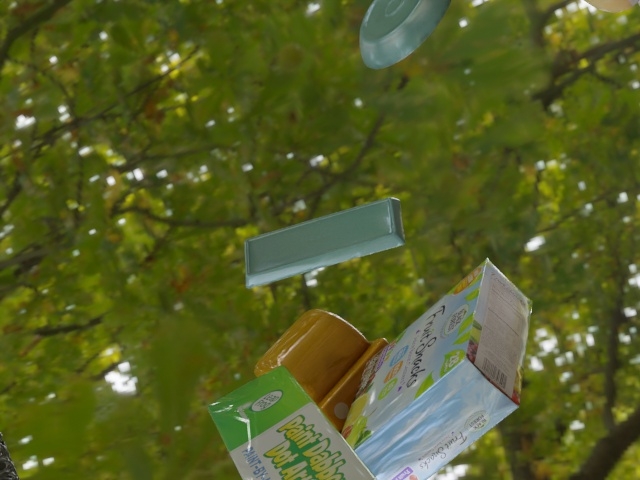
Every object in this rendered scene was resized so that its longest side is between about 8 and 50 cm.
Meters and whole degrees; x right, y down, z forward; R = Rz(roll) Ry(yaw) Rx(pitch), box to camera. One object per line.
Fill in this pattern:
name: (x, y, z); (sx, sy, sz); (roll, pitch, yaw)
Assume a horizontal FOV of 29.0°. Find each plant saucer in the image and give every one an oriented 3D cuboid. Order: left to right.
plant saucer: (0.000, 0.000, 1.400); (0.018, 0.192, 0.067); (57, -158, -48)
plant saucer: (0.076, -0.217, 1.171); (0.021, 0.119, 0.119); (36, -127, -28)

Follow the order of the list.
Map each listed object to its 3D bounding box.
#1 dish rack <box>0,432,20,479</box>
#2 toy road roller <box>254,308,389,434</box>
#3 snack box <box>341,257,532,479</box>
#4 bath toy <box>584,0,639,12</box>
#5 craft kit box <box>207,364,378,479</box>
dish rack: (-0.326, 0.227, 1.189); (0.074, 0.271, 0.208); (-22, -130, -19)
toy road roller: (0.046, 0.219, 1.810); (0.240, 0.329, 0.202); (46, -113, -6)
snack box: (0.103, 0.128, 1.115); (0.070, 0.174, 0.207); (43, -155, -8)
bath toy: (0.323, -0.207, 1.015); (0.151, 0.129, 0.348); (-31, -125, -22)
craft kit box: (0.039, 0.203, 0.594); (0.061, 0.250, 0.247); (-26, -77, -8)
